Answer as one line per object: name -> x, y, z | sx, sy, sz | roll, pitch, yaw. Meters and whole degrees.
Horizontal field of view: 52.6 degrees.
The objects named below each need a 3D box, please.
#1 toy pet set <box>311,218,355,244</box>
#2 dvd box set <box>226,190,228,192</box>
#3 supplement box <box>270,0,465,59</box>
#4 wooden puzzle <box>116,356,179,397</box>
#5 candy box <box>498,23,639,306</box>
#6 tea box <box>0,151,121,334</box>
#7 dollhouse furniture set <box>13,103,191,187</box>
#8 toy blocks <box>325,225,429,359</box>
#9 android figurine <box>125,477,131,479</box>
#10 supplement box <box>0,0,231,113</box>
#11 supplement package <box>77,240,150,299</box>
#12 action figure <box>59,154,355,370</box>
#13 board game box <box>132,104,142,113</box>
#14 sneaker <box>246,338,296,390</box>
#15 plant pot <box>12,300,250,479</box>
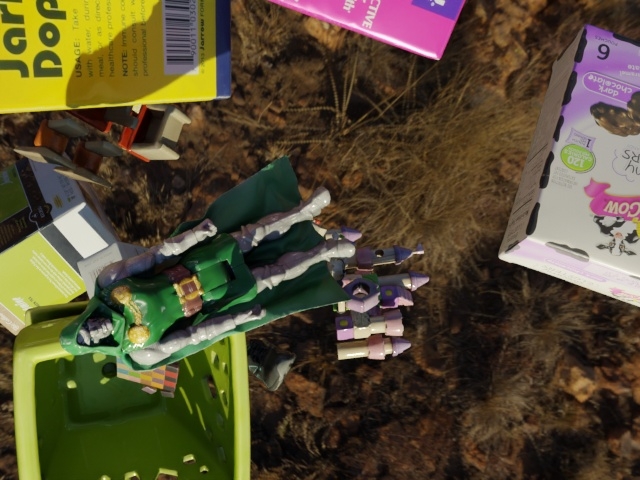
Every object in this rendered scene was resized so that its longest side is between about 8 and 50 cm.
toy pet set -> 0.000, 0.000, 1.532 | 0.122, 0.114, 0.065 | 32, 98, 24
dvd box set -> -0.295, 0.118, 1.776 | 0.420, 0.062, 0.307 | -47, 60, 20
supplement box -> -0.014, -0.207, 0.402 | 0.220, 0.114, 0.111 | 15, 113, -14
wooden puzzle -> -0.140, 0.105, 0.524 | 0.050, 0.083, 0.006 | 17, 53, -5
candy box -> 0.257, -0.053, 0.528 | 0.165, 0.070, 0.196 | 20, 75, 1
tea box -> -0.688, -0.016, 1.561 | 0.324, 0.219, 0.329 | -33, 46, -9
dollhouse furniture set -> -0.342, -0.216, 1.036 | 0.135, 0.259, 0.261 | 11, 79, 28
toy blocks -> 0.156, 0.116, 1.641 | 0.260, 0.308, 0.288 | -6, 50, -2
android figurine -> -0.577, 0.495, 1.643 | 0.056, 0.248, 0.272 | -36, 97, -31
supplement box -> -0.265, -0.214, 0.546 | 0.357, 0.194, 0.195 | -21, 118, -52
supplement package -> -0.424, 0.078, 1.421 | 0.105, 0.179, 0.105 | -27, 77, 9
action figure -> -0.080, 0.028, 0.483 | 0.232, 0.063, 0.137 | -27, 89, -34
board game box -> -0.409, -0.344, 1.349 | 0.141, 0.048, 0.170 | 27, 114, 1
sneaker -> -0.137, 0.290, 1.539 | 0.106, 0.267, 0.101 | 35, 72, -8
plant pot -> -0.220, 0.176, 0.731 | 0.227, 0.207, 0.228 | -5, 102, -26
